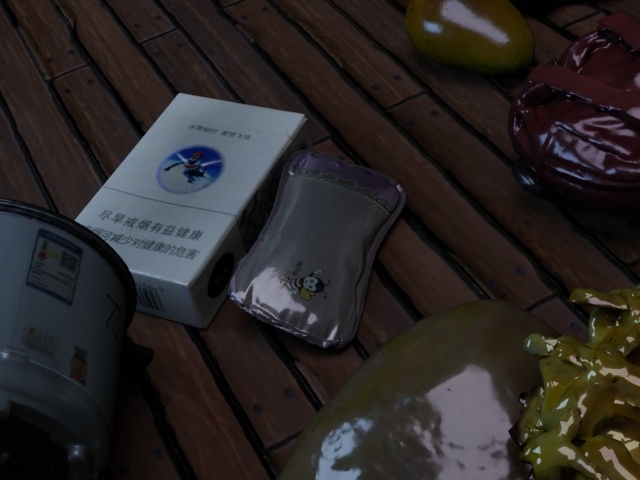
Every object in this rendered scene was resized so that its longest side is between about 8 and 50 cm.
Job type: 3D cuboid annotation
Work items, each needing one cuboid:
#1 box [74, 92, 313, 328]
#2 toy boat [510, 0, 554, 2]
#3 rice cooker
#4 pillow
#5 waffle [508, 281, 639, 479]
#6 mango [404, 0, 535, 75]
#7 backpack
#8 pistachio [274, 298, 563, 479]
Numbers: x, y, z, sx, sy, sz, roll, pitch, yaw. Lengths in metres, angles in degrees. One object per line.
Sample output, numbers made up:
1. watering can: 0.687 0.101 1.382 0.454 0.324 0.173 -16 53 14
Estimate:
1. box: -0.134 -0.039 1.063 0.164 0.069 0.256 13 50 23
2. toy boat: 0.323 -0.331 1.254 0.261 0.078 0.085 -4 27 9
3. rice cooker: -0.277 0.092 0.844 0.281 0.241 0.227 17 45 -22
4. pillow: 0.000 0.000 1.001 0.131 0.038 0.232 23 50 1
5. waffle: 0.315 0.174 0.633 0.380 0.095 0.382 -6 55 -11
6. mango: 0.176 -0.247 1.198 0.163 0.089 0.111 19 63 16
7. backpack: 0.303 -0.111 0.992 0.229 0.139 0.229 -8 41 7
8. pistachio: 0.088 0.154 0.759 0.260 0.163 0.213 -39 17 -22
